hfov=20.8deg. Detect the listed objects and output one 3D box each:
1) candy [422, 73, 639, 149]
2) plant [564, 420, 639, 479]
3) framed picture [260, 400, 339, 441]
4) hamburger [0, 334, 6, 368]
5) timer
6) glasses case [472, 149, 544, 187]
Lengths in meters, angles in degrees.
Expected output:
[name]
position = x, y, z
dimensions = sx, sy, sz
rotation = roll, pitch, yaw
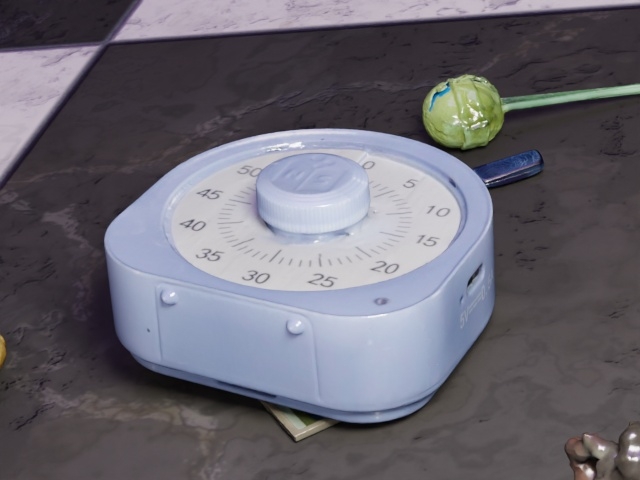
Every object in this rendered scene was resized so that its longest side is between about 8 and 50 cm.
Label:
[candy]
position = 0.287, -0.169, 2.096
dimensions = 0.335, 0.092, 0.093
rotation = -8, -7, -6
[plant]
position = 0.291, 0.224, 1.332
dimensions = 0.178, 0.204, 0.234
rotation = 13, -6, -42
[framed picture]
position = -0.009, 0.142, 1.739
dimensions = 0.109, 0.011, 0.149
rotation = -24, 32, -18
[hamburger]
position = -0.470, 0.110, 1.841
dimensions = 0.283, 0.144, 0.259
rotation = 10, 34, 24
[timer]
position = 0.000, 0.000, 1.779
dimensions = 0.395, 0.173, 0.395
rotation = -4, 31, 3
[glasses case]
position = 0.217, -0.079, 2.007
dimensions = 0.083, 0.023, 0.033
rotation = -18, 40, -6
